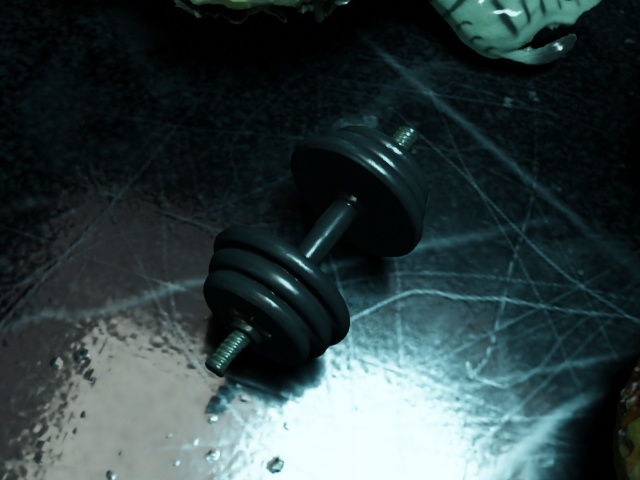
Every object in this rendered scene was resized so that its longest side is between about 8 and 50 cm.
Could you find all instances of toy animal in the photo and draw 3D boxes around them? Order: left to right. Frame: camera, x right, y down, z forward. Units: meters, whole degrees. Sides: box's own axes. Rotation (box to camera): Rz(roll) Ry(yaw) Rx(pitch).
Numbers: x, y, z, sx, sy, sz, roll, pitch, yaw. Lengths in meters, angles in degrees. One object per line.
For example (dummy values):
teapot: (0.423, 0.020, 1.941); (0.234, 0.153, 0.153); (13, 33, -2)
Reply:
toy animal: (0.102, -0.203, 0.610); (0.217, 0.073, 0.176); (37, 69, 5)

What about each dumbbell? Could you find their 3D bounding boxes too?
dumbbell: (0.000, 0.000, 0.469); (0.099, 0.099, 0.208); (35, 64, 9)

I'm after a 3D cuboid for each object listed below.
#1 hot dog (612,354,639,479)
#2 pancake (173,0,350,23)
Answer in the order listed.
hot dog: (0.332, 0.175, 0.387); (0.267, 0.174, 0.387); (-35, 71, -5)
pancake: (-0.042, -0.305, 0.596); (0.383, 0.071, 0.382); (-3, 56, 5)
